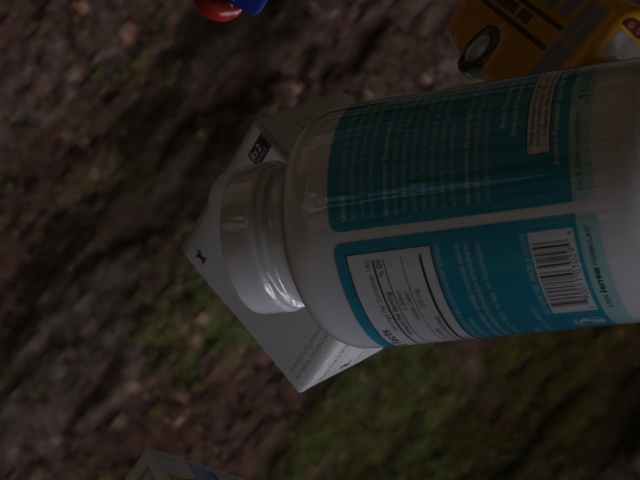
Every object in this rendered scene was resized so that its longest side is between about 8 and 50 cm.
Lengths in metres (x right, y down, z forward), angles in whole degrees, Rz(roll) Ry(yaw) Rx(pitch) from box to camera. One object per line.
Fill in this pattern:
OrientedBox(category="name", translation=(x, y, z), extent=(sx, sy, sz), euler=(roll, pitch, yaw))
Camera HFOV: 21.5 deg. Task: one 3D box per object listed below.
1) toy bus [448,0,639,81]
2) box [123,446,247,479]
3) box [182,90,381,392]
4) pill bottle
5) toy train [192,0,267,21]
OrientedBox(category="toy bus", translation=(0.212, -0.142, 1.394), extent=(0.130, 0.108, 0.332), euler=(-49, -157, 8))
OrientedBox(category="box", translation=(-0.074, 0.255, 1.171), extent=(0.103, 0.114, 0.203), euler=(-55, -142, 14))
OrientedBox(category="box", translation=(0.000, 0.000, 1.476), extent=(0.119, 0.182, 0.181), euler=(-24, 156, -42))
OrientedBox(category="pill bottle", translation=(0.079, -0.016, 0.967), extent=(0.264, 0.146, 0.146), euler=(-7, -149, 23))
OrientedBox(category="toy train", translation=(-0.121, -0.284, 1.245), extent=(0.143, 0.248, 0.105), euler=(-63, -175, -33))
